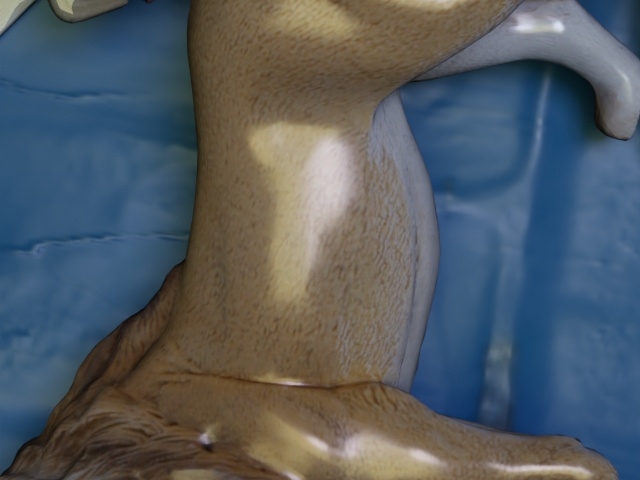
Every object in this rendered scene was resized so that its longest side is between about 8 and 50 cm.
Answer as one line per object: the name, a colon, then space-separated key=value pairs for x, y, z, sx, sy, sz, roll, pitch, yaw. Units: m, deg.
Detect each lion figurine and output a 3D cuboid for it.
lion figurine: x=0.000 y=0.000 z=0.611 sx=0.240 sy=0.142 sz=0.392 roll=8 pitch=90 yaw=-2

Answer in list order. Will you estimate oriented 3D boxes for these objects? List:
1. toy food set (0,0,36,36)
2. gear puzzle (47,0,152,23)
toy food set: x=-0.165 y=-0.194 z=0.639 sx=0.128 sy=0.071 sz=0.218 roll=-37 pitch=91 yaw=2
gear puzzle: x=-0.083 y=-0.265 z=0.619 sx=0.175 sy=0.044 sz=0.339 roll=-23 pitch=92 yaw=-21
